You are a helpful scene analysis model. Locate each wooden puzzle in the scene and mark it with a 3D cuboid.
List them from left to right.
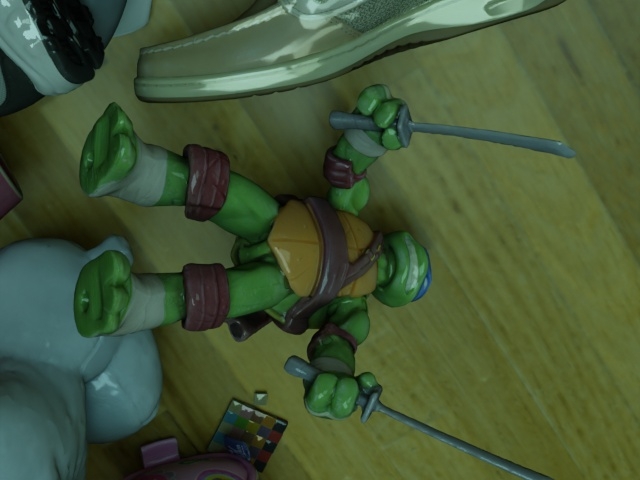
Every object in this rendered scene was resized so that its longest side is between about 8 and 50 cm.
[{"bbox_3d":[-0.059,0.157,0.924,0.049,0.006,0.083,25,106,-10],"label":"wooden puzzle"}]

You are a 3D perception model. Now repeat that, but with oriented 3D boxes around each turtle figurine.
[{"bbox_3d":[0.000,0.000,0.713,0.266,0.275,0.197,7,108,-30],"label":"turtle figurine"}]

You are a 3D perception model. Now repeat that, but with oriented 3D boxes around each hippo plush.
[{"bbox_3d":[-0.227,0.118,0.784,0.234,0.236,0.294,-16,133,19],"label":"hippo plush"}]

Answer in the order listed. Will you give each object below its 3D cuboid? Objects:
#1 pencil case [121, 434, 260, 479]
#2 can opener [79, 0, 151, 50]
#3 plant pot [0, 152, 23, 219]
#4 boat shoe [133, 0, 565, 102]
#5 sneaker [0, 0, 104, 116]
[{"bbox_3d":[-0.087,0.302,0.916,0.124,0.124,0.284,-10,108,1],"label":"pencil case"},{"bbox_3d":[-0.121,-0.250,0.726,0.074,0.093,0.280,-2,119,-28],"label":"can opener"},{"bbox_3d":[-0.308,-0.037,0.763,0.180,0.201,0.201,-31,108,-9],"label":"plant pot"},{"bbox_3d":[0.015,-0.165,0.771,0.302,0.109,0.098,-17,103,-2],"label":"boat shoe"},{"bbox_3d":[-0.235,-0.196,0.689,0.108,0.100,0.271,-27,84,15],"label":"sneaker"}]
